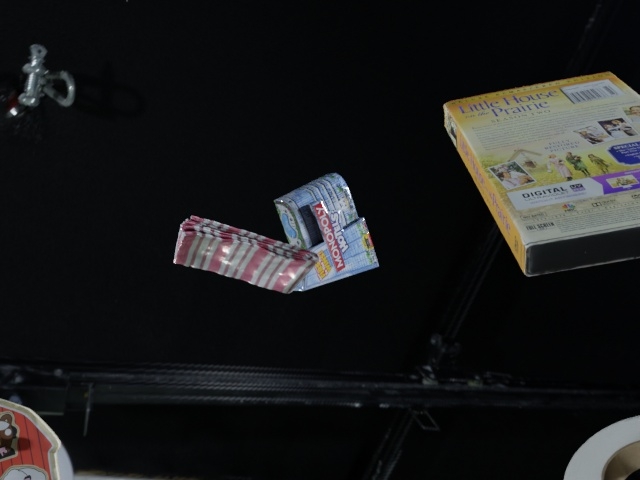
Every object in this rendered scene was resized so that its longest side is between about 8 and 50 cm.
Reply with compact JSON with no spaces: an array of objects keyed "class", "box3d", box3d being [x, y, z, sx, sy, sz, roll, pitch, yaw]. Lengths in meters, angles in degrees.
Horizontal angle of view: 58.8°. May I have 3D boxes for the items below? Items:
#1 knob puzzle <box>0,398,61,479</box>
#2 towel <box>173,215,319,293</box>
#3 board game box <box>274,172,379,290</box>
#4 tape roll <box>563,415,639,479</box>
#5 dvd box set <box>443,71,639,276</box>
[{"class":"knob puzzle","box3d":[-0.463,0.313,0.793,0.213,0.030,0.213,0,-104,1]},{"class":"towel","box3d":[-0.114,0.030,0.833,0.197,0.144,0.029,17,-117,-12]},{"class":"board game box","box3d":[0.000,0.000,1.004,0.194,0.060,0.194,-33,-70,-41]},{"class":"tape roll","box3d":[0.727,0.526,1.225,0.392,0.392,0.072,-33,-80,-3]},{"class":"dvd box set","box3d":[0.390,-0.127,0.874,0.307,0.420,0.062,-10,-52,2]}]
